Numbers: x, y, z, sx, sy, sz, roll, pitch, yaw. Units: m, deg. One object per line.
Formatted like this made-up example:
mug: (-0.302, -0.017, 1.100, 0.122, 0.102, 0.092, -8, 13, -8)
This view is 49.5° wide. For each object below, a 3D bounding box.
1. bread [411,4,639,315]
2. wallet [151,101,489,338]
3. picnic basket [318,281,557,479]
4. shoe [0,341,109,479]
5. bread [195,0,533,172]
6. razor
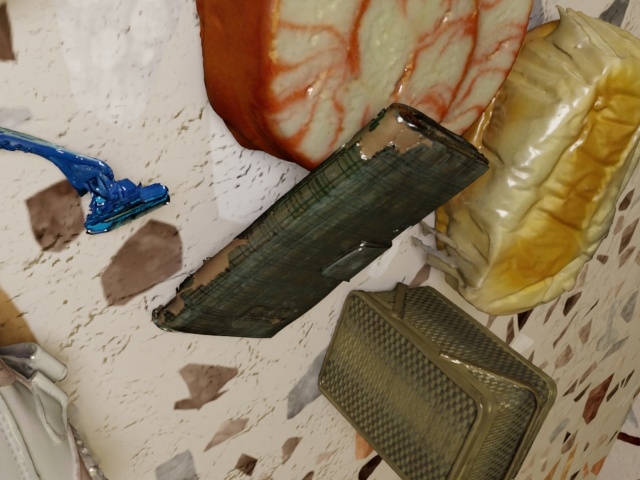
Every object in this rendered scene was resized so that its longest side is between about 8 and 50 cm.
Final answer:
bread: (0.283, -0.092, 0.909, 0.236, 0.183, 0.388, 17, 110, -33)
wallet: (0.000, 0.001, 0.656, 0.317, 0.044, 0.169, -39, 150, 24)
picnic basket: (0.135, 0.181, 0.856, 0.139, 0.267, 0.165, -1, 119, -39)
shoe: (-0.279, 0.142, 0.502, 0.198, 0.172, 0.350, -55, 139, -66)
bread: (0.049, -0.208, 0.617, 0.328, 0.114, 0.295, -19, 129, -34)
razor: (-0.262, -0.060, 0.459, 0.324, 0.093, 0.056, 10, 68, -44)
